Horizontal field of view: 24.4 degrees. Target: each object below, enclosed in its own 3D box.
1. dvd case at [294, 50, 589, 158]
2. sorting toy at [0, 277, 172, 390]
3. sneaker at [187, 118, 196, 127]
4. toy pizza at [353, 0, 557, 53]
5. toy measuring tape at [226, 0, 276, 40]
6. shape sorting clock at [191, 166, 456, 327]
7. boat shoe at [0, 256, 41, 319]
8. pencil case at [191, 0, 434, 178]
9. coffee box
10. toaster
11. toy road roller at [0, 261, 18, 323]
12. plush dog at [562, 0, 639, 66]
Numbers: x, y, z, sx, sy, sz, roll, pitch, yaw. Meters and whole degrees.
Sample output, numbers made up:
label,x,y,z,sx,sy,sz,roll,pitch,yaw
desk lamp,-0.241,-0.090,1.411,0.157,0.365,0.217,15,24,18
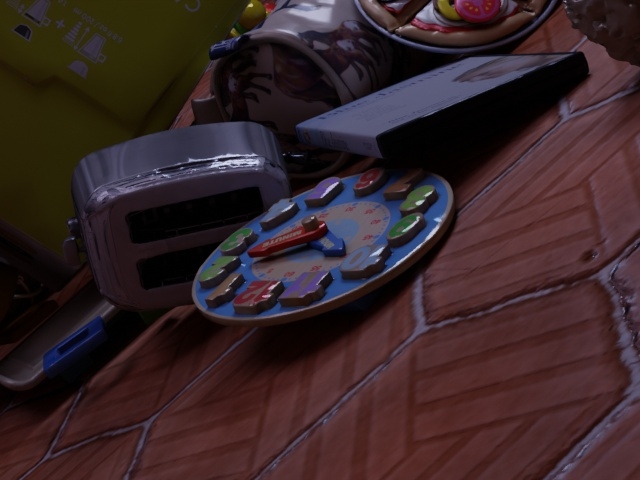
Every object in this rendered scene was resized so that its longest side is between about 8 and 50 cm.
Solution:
label,x,y,z,sx,sy,sz,roll,pitch,yaw
dvd case,0.091,-0.116,1.230,0.180,0.022,0.253,-24,11,-12
sorting toy,-0.232,0.088,1.440,0.196,0.047,0.348,-39,14,-18
sneaker,-0.136,-0.059,1.584,0.108,0.100,0.271,-52,12,-16
toy pizza,0.127,-0.255,1.396,0.201,0.032,0.201,-2,52,3
toy measuring tape,-0.096,-0.259,2.134,0.121,0.121,0.330,-41,-8,-13
shape sorting clock,0.000,0.000,1.083,0.206,0.040,0.206,-21,27,11
boat shoe,-0.409,0.056,1.859,0.324,0.096,0.116,-33,-26,6
pencil case,0.035,-0.233,1.525,0.183,0.160,0.410,11,41,24
coffee box,-0.316,-0.184,1.554,0.338,0.338,0.334,-58,9,-12
toaster,-0.104,-0.021,1.248,0.227,0.129,0.146,-11,18,-4
toy road roller,-0.460,0.136,1.465,0.329,0.202,0.240,-54,23,25
plush dog,0.263,-0.281,1.010,0.262,0.225,0.210,-47,17,-32
